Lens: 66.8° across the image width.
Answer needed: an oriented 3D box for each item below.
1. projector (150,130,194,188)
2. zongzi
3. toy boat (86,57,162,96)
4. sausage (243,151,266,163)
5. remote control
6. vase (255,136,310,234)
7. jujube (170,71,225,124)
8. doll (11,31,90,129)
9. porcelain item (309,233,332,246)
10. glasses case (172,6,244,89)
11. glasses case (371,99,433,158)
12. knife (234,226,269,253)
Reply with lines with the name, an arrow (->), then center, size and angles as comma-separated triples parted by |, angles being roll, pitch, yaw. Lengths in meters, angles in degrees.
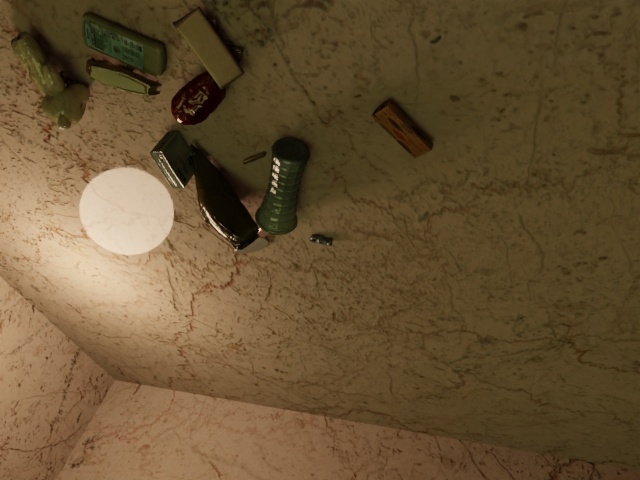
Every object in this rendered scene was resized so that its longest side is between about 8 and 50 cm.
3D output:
projector -> -0.462, -0.256, 1.539 | 0.061, 0.115, 0.147 | 2, 137, 25
zongzi -> -0.312, -0.137, 1.542 | 0.260, 0.123, 0.289 | 39, 149, 36
toy boat -> -0.559, -0.462, 1.380 | 0.206, 0.072, 0.064 | 18, 126, -12
sausage -> -0.205, -0.254, 1.504 | 0.100, 0.015, 0.015 | -14, 129, 35
remote control -> -0.534, -0.529, 1.319 | 0.233, 0.038, 0.098 | 24, 140, -2
vase -> -0.114, -0.164, 1.477 | 0.143, 0.143, 0.299 | 20, 138, 2
jujube -> -0.332, -0.386, 1.330 | 0.176, 0.112, 0.109 | -25, 149, 34
doll -> -0.800, -0.481, 1.449 | 0.149, 0.175, 0.278 | -26, 121, -3
porcelain item -> 0.000, 0.000, 1.693 | 0.083, 0.028, 0.036 | 11, 142, 14
glasses case -> -0.267, -0.496, 1.228 | 0.102, 0.070, 0.193 | -31, 121, 12
glasses case -> 0.215, -0.289, 1.258 | 0.170, 0.041, 0.064 | 38, 149, -20
knife -> -0.225, -0.009, 1.791 | 0.081, 0.043, 0.336 | 28, 147, -19
